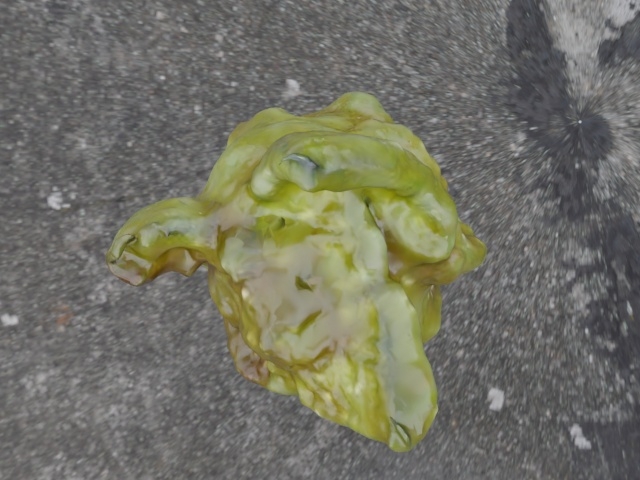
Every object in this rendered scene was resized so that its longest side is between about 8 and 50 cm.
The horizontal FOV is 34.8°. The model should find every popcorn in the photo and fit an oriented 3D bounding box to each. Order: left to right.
[{"bbox_3d":[0.011,0.001,0.907,0.321,0.290,0.325,26,145,21],"label":"popcorn"}]
